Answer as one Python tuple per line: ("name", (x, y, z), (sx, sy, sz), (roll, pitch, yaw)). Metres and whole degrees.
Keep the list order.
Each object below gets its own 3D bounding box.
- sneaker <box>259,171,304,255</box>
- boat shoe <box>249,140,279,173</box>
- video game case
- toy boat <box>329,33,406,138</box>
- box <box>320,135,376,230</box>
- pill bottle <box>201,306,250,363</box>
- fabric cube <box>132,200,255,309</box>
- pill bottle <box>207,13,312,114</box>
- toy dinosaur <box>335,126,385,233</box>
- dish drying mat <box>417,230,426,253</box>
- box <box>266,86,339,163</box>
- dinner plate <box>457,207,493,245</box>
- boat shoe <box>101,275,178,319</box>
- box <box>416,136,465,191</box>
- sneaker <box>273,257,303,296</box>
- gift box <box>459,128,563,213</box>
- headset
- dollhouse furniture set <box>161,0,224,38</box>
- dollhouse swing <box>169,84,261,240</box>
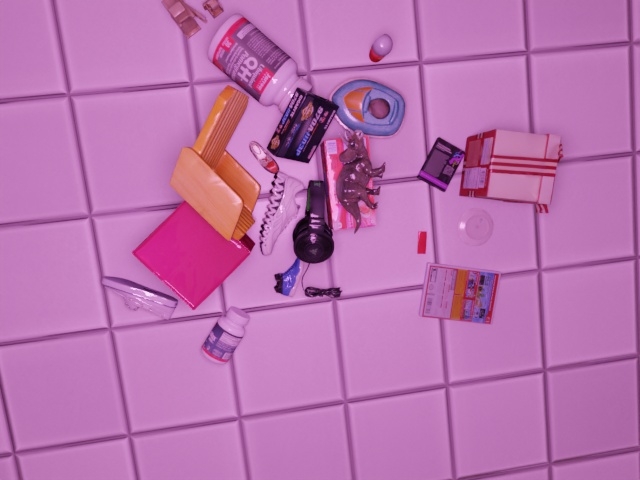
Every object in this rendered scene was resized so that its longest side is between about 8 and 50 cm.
("sneaker", (-0.137, -0.083, 1.478), (0.118, 0.110, 0.292), (15, 95, -16))
("boat shoe", (-0.193, -0.284, 1.476), (0.049, 0.043, 0.137), (-41, 100, -2))
("video game case", (0.520, 0.199, 1.606), (0.285, 0.025, 0.204), (7, 95, -6))
("toy boat", (0.171, -0.510, 1.433), (0.267, 0.148, 0.319), (9, 96, -6))
("box", (0.093, -0.193, 1.463), (0.154, 0.142, 0.300), (-7, 97, -5))
("pill bottle", (-0.326, 0.327, 1.497), (0.108, 0.108, 0.180), (31, 92, -8))
("fabric cube", (-0.390, 0.023, 1.383), (0.254, 0.258, 0.259), (-44, 98, 1))
("pill bottle", (-0.186, -0.548, 1.380), (0.318, 0.176, 0.176), (38, 91, -8))
("toy dinosaur", (0.113, -0.183, 1.352), (0.160, 0.121, 0.314), (11, 99, 4))
("dish drying mat", (0.373, 0.008, 1.580), (0.032, 0.008, 0.083), (1, 97, -5))
("box", (-0.056, -0.365, 1.389), (0.051, 0.175, 0.220), (44, 115, 28))
("dinner plate", (0.577, -0.049, 1.590), (0.141, 0.017, 0.141), (-1, 95, -7))
("boat shoe", (-0.623, 0.198, 1.461), (0.258, 0.095, 0.084), (23, 89, -6))
("box", (0.434, -0.272, 1.545), (0.116, 0.029, 0.162), (27, 94, -9))
("sneaker", (-0.117, 0.120, 1.519), (0.084, 0.058, 0.152), (16, 101, -15))
("gift box", (0.653, -0.232, 1.453), (0.258, 0.276, 0.255), (5, 101, -7))
("headset", (0.000, 0.000, 1.429), (0.185, 0.243, 0.395), (4, 101, -5))
("dollhouse furniture set", (-0.401, -0.748, 1.335), (0.161, 0.182, 0.101), (-38, 98, 0))
("dollhouse swing", (-0.241, -0.235, 1.302), (0.305, 0.347, 0.315), (-44, 99, 9))
